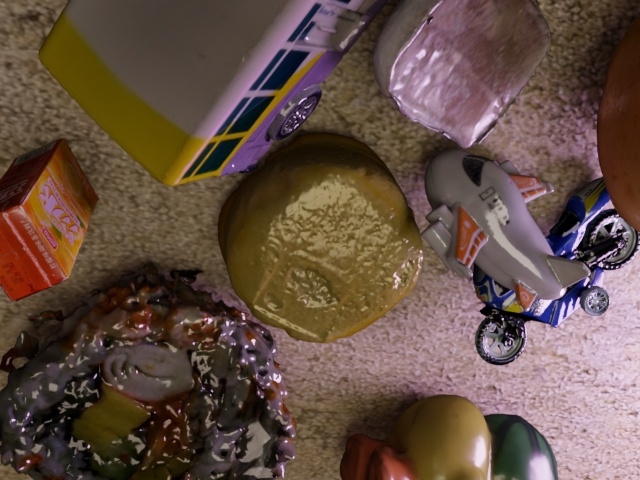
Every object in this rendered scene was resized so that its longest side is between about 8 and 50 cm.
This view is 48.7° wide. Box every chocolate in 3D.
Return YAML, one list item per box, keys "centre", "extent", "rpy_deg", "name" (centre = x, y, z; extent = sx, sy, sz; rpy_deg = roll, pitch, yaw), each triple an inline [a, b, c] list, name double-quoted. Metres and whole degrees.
- centre: [0.159, -0.221, 0.816]
  extent: [0.185, 0.100, 0.303]
  rpy_deg: [-47, 157, 16]
  name: "chocolate"

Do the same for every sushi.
- centre: [-0.242, 0.235, 0.970]
  extent: [0.417, 0.176, 0.418]
  rpy_deg: [-4, 115, -9]
  name: "sushi"

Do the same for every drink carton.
- centre: [-0.320, -0.031, 0.806]
  extent: [0.071, 0.223, 0.096]
  rpy_deg: [-22, 116, 1]
  name: "drink carton"

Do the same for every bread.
- centre: [0.000, 0.000, 0.926]
  extent: [0.269, 0.148, 0.270]
  rpy_deg: [-2, 113, -5]
  name: "bread"

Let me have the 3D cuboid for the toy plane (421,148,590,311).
- centre: [0.233, -0.022, 0.919]
  extent: [0.244, 0.245, 0.117]
  rpy_deg: [22, 146, -19]
  name: "toy plane"

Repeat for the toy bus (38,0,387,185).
- centre: [-0.048, -0.278, 0.671]
  extent: [0.209, 0.249, 0.440]
  rpy_deg: [46, 113, 7]
  name: "toy bus"

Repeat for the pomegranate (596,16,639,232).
- centre: [0.538, -0.138, 0.832]
  extent: [0.411, 0.411, 0.412]
  rpy_deg: [-4, 115, -9]
  name: "pomegranate"

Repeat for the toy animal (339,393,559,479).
- centre: [0.215, 0.340, 1.100]
  extent: [0.338, 0.216, 0.191]
  rpy_deg: [9, 86, -18]
  name: "toy animal"

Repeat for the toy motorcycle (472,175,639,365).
- centre: [0.328, 0.038, 1.028]
  extent: [0.315, 0.113, 0.169]
  rpy_deg: [-41, 106, -1]
  name: "toy motorcycle"
